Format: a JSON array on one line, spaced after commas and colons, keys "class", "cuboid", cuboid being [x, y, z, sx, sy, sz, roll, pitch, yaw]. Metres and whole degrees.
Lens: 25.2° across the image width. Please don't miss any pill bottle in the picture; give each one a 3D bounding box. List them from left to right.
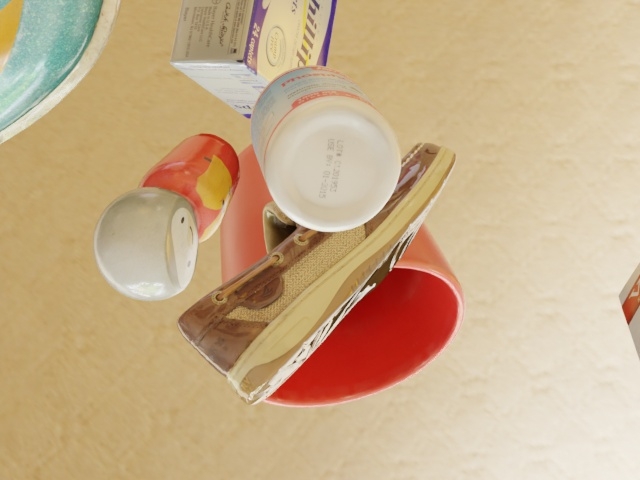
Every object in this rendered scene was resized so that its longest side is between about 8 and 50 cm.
[{"class": "pill bottle", "cuboid": [-0.002, -0.069, 0.960, 0.087, 0.160, 0.087, -3, 108, -8]}]

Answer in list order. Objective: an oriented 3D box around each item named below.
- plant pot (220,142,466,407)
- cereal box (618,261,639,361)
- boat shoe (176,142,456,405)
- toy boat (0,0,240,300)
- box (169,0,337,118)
[{"class": "plant pot", "cuboid": [0.004, 0.017, 1.629, 0.275, 0.243, 0.275, -11, 144, -8]}, {"class": "cereal box", "cuboid": [0.196, 0.004, 0.588, 0.047, 0.240, 0.173, 28, 107, -5]}, {"class": "boat shoe", "cuboid": [0.000, 0.000, 1.316, 0.123, 0.123, 0.342, 39, 58, 9]}, {"class": "toy boat", "cuboid": [-0.179, -0.103, 0.855, 0.318, 0.148, 0.267, 43, 121, -9]}, {"class": "box", "cuboid": [-0.050, -0.178, 1.170, 0.137, 0.072, 0.126, 31, 66, -61]}]
